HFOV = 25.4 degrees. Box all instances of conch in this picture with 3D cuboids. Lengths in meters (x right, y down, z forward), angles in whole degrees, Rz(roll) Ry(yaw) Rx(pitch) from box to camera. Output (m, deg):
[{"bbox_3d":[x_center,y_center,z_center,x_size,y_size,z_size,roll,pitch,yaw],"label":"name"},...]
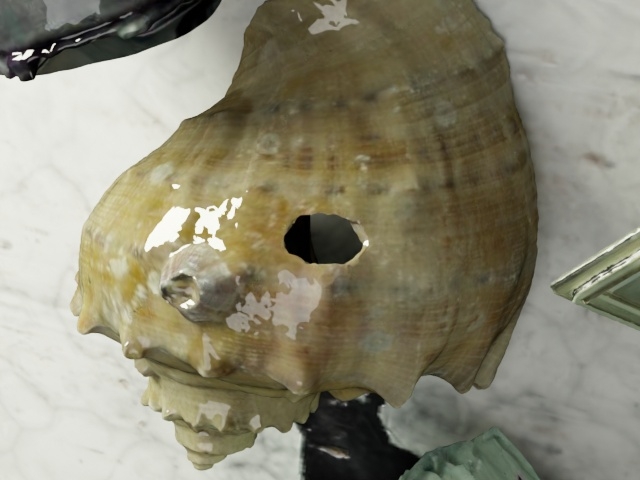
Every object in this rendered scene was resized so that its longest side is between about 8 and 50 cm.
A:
[{"bbox_3d":[-0.001,0.008,0.801,0.263,0.186,0.324,16,126,-8],"label":"conch"}]

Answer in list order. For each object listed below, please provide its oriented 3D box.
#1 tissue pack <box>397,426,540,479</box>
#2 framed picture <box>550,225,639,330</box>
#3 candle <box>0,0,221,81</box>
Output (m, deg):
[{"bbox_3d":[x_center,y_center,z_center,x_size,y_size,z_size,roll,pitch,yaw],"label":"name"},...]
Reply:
[{"bbox_3d":[0.083,0.355,0.930,0.287,0.162,0.388,44,128,19],"label":"tissue pack"},{"bbox_3d":[0.277,-0.008,0.687,0.217,0.017,0.274,21,136,-37],"label":"framed picture"},{"bbox_3d":[-0.156,-0.254,0.699,0.187,0.187,0.330,-12,113,27],"label":"candle"}]
